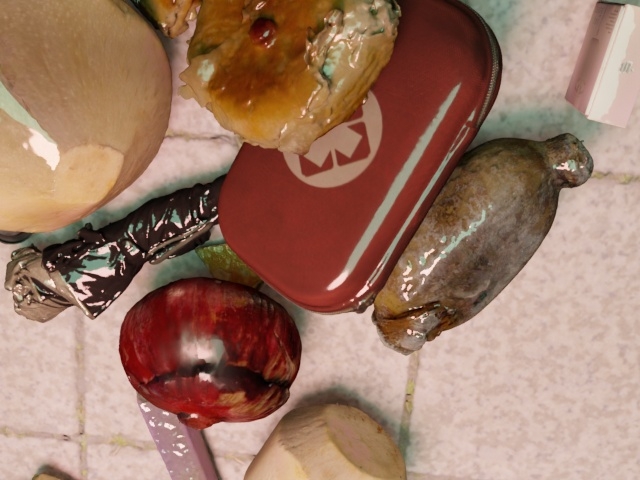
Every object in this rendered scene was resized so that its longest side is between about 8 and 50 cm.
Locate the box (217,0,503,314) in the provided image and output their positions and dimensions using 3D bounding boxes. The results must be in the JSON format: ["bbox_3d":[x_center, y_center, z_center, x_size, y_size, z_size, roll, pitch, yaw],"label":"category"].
[{"bbox_3d":[0.037,-0.115,0.934,0.263,0.108,0.403,35,101,28],"label":"box"}]

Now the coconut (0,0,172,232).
[{"bbox_3d":[-0.335,-0.172,0.892,0.353,0.352,0.352,2,109,5],"label":"coconut"}]

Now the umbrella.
[{"bbox_3d":[-0.264,0.009,1.067,0.358,0.106,0.113,-24,125,10],"label":"umbrella"}]

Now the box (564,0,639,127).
[{"bbox_3d":[0.342,-0.212,0.924,0.051,0.130,0.129,14,110,2],"label":"box"}]

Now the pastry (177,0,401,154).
[{"bbox_3d":[-0.042,-0.225,0.863,0.257,0.121,0.236,-52,58,15],"label":"pastry"}]

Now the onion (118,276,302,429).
[{"bbox_3d":[-0.147,0.157,1.053,0.247,0.190,0.246,7,151,4],"label":"onion"}]

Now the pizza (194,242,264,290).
[{"bbox_3d":[-0.124,0.027,1.104,0.109,0.026,0.122,25,112,-1],"label":"pizza"}]

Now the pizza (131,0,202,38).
[{"bbox_3d":[-0.107,-0.481,0.863,0.406,0.130,0.439,-12,104,20],"label":"pizza"}]

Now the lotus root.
[{"bbox_3d":[0.185,-0.013,0.994,0.175,0.175,0.349,41,105,-9],"label":"lotus root"}]

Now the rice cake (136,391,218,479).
[{"bbox_3d":[-0.187,0.373,1.208,0.064,0.070,0.398,-17,107,6],"label":"rice cake"}]

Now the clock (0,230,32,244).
[{"bbox_3d":[-0.443,-0.036,1.115,0.085,0.017,0.085,1,109,4],"label":"clock"}]

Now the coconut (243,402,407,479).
[{"bbox_3d":[0.003,0.356,1.112,0.241,0.241,0.241,2,109,5],"label":"coconut"}]

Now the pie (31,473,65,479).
[{"bbox_3d":[-0.508,0.501,1.280,0.338,0.075,0.337,1,114,3],"label":"pie"}]
